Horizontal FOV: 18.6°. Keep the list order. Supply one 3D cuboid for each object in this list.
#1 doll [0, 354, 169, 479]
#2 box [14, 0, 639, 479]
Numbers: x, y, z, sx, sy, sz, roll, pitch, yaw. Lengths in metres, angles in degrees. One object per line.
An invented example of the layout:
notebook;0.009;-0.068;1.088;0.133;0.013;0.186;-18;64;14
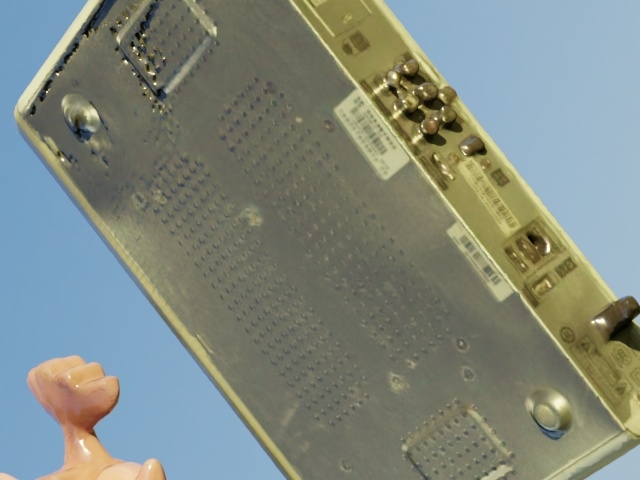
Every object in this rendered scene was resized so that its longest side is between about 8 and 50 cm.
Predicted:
doll;-0.102;0.187;0.974;0.093;0.211;0.262;-11;-86;-47
box;0.000;0.000;0.771;0.045;0.270;0.211;-33;-5;-41
